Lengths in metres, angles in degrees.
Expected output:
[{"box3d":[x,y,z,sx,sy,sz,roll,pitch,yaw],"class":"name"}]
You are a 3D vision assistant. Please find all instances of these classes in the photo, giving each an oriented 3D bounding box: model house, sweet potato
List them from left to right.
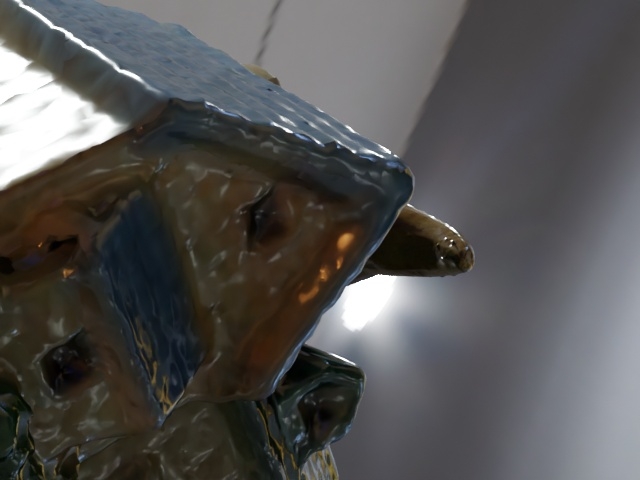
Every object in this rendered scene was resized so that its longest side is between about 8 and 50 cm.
[{"box3d":[-0.115,0.061,0.921,0.342,0.334,0.382,-26,-56,-22],"class":"model house"},{"box3d":[0.000,0.000,1.088,0.067,0.273,0.067,-6,-81,-46],"class":"sweet potato"}]
